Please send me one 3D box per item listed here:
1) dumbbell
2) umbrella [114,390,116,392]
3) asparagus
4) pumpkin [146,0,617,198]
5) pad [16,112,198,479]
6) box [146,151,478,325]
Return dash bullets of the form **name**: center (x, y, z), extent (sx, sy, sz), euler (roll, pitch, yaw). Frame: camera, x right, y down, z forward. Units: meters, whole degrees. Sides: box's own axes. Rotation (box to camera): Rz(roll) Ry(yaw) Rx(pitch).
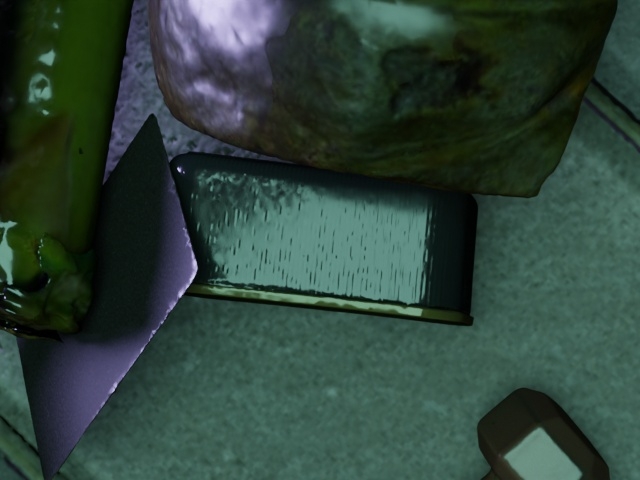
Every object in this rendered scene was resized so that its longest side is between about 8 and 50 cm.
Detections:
- **dumbbell**: center (0.080, 0.197, 1.291), extent (0.231, 0.092, 0.082), euler (-42, 56, 6)
- **umbrella**: center (-0.173, 0.028, 1.357), extent (0.027, 0.025, 0.165), euler (-26, 84, 37)
- **asparagus**: center (-0.180, -0.128, 1.292), extent (0.128, 0.108, 0.382), euler (-1, 75, 39)
- **pumpkin**: center (0.032, -0.162, 1.207), extent (0.256, 0.303, 0.225), euler (8, 99, -19)
- **pad**: center (-0.141, 0.038, 1.273), extent (0.211, 0.003, 0.143), euler (-53, 40, 34)
- **box**: center (0.000, 0.000, 1.272), extent (0.201, 0.144, 0.090), euler (6, 88, 10)
